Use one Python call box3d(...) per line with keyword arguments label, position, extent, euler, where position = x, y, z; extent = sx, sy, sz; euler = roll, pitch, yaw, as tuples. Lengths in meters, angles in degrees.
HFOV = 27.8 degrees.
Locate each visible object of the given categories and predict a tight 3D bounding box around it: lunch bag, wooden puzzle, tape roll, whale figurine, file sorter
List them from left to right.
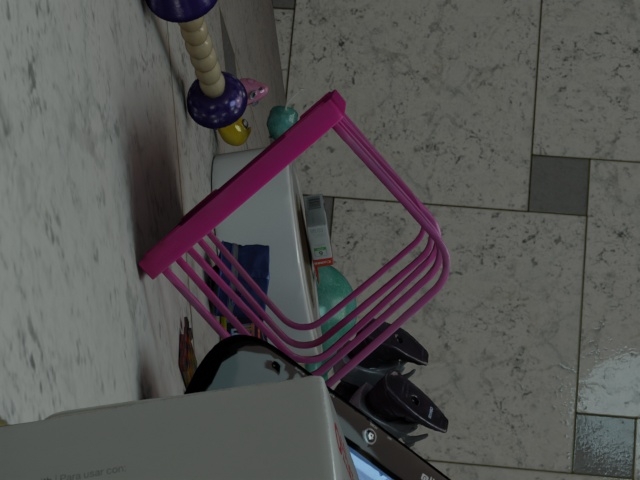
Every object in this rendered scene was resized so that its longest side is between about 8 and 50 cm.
box3d(label="wooden puzzle", position=(-0.121, 0.113, 1.189), extent=(0.083, 0.006, 0.049), euler=(-95, 176, -51))
box3d(label="lunch bag", position=(-0.091, 0.046, 1.432), extent=(0.098, 0.065, 0.067), euler=(-95, -169, -67))
box3d(label="tape roll", position=(-0.066, 0.022, 1.672), extent=(0.286, 0.100, 0.286), euler=(-9, 90, -88))
box3d(label="file sorter", position=(-0.008, 0.000, 1.168), extent=(0.182, 0.202, 0.291), euler=(49, 7, -5))
box3d(label="whale figurine", position=(-0.005, 0.152, 2.081), extent=(0.216, 0.141, 0.272), euler=(-96, 177, -51))

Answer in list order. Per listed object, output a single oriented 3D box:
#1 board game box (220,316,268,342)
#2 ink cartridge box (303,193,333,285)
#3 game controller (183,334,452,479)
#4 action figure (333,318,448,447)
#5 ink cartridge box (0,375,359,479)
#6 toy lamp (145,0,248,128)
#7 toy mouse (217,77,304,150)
box3d(label="board game box", position=(-0.077, 0.181, 1.484), extent=(0.141, 0.048, 0.170), euler=(-93, 174, -51))
box3d(label="ink cartridge box", position=(0.000, 0.000, 1.741), extent=(0.063, 0.029, 0.115), euler=(-97, 176, -46))
box3d(label="game controller", position=(0.008, 0.213, 1.015), extent=(0.319, 0.067, 0.166), euler=(40, 66, -25))
box3d(label="action figure", position=(-0.003, 0.206, 1.277), extent=(0.099, 0.285, 0.185), euler=(30, 36, -22))
box3d(label="ink cartridge box", position=(-0.055, 0.204, 0.568), extent=(0.171, 0.168, 0.233), euler=(76, 6, -59))
box3d(label="toy lamp", position=(-0.128, -0.215, 1.334), extent=(0.275, 0.080, 0.080), euler=(79, 3, -66))
box3d(label="toy mouse", position=(-0.080, -0.163, 1.656), extent=(0.161, 0.143, 0.031), euler=(48, 40, -39))
